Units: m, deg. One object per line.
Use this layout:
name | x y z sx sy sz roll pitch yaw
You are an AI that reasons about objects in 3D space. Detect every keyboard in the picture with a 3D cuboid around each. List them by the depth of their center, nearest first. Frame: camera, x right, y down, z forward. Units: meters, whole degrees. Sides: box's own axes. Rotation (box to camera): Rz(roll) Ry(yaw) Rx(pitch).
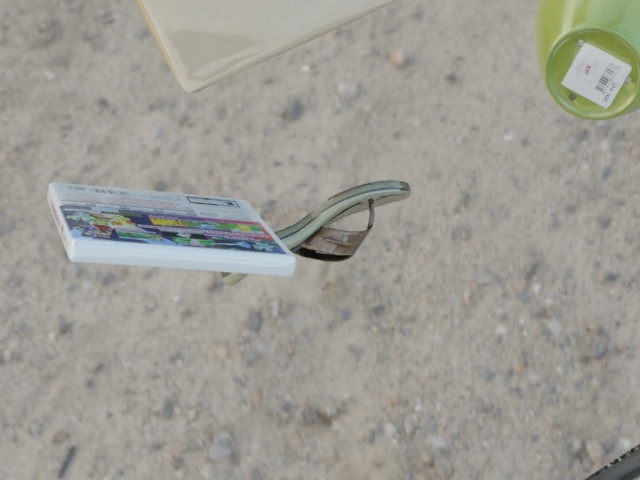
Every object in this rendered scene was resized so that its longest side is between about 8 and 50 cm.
keyboard | 0.282 0.267 1.338 0.201 0.317 0.033 -14 66 -45

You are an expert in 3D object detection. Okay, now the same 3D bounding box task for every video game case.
video game case | -0.143 -0.011 1.173 0.201 0.023 0.183 5 17 -20

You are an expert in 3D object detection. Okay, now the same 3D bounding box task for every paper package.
paper package | -0.104 -0.394 1.568 0.309 0.325 0.168 -23 18 5

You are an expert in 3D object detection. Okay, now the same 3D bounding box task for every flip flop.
flip flop | 0.000 0.000 1.674 0.277 0.112 0.080 -29 85 -12

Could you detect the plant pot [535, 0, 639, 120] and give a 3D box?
plant pot | 0.419 -0.292 1.802 0.275 0.275 0.293 10 32 18
